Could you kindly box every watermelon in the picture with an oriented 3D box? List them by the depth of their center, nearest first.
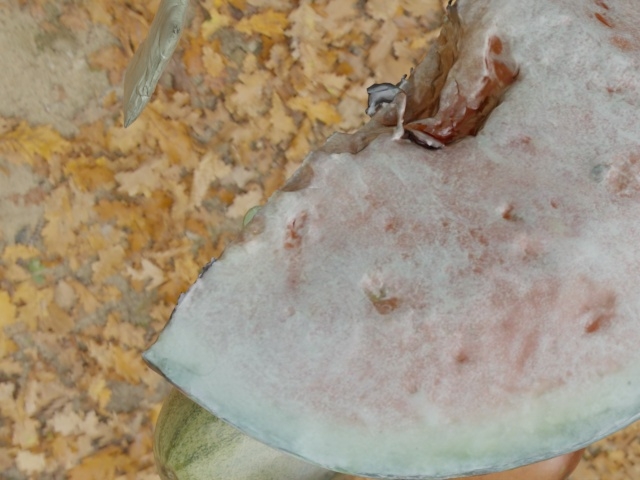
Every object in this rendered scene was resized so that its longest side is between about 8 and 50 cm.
[{"bbox_3d":[0.096,0.002,0.483,0.322,0.188,0.175,-45,165,-8],"label":"watermelon"}]

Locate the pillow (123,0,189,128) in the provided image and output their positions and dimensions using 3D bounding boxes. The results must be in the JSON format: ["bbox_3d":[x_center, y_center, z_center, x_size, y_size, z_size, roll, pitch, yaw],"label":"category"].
[{"bbox_3d":[-0.246,-0.285,1.498,0.050,0.148,0.230,14,142,-20],"label":"pillow"}]

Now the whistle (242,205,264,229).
[{"bbox_3d":[0.000,0.000,1.272,0.067,0.126,0.258,-37,152,27],"label":"whistle"}]

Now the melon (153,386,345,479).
[{"bbox_3d":[-0.070,0.238,1.345,0.329,0.248,0.249,-28,129,-34],"label":"melon"}]

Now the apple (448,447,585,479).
[{"bbox_3d":[0.175,0.182,1.117,0.253,0.253,0.254,-12,123,-20],"label":"apple"}]
